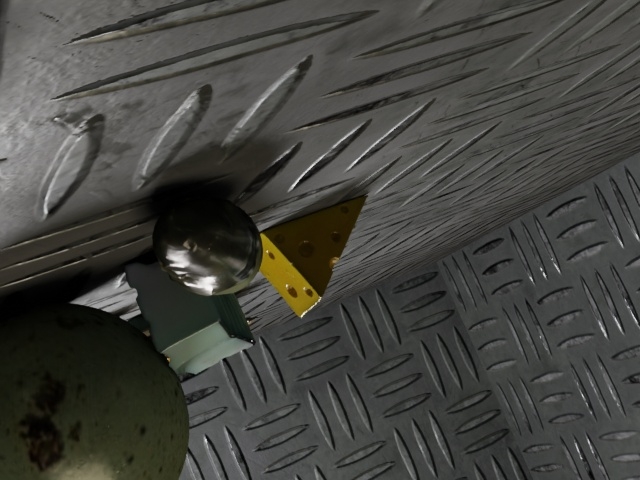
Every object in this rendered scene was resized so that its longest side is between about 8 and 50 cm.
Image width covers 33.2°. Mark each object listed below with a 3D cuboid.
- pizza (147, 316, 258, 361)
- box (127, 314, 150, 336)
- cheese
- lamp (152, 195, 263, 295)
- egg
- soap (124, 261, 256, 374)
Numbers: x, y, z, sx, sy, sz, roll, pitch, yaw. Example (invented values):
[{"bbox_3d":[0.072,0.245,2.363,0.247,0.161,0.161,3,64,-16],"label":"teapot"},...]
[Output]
[{"bbox_3d":[-0.368,0.242,2.201,0.391,0.080,0.435,-20,172,-29],"label":"pizza"},{"bbox_3d":[-0.282,0.140,1.855,0.126,0.031,0.091,-20,173,-31],"label":"box"},{"bbox_3d":[0.000,0.000,1.534,0.171,0.126,0.093,-41,177,-30],"label":"cheese"},{"bbox_3d":[-0.110,0.005,1.063,0.101,0.101,0.250,-24,170,3],"label":"lamp"},{"bbox_3d":[-0.304,0.222,1.278,0.287,0.288,0.379,-24,160,1],"label":"egg"},{"bbox_3d":[-0.157,0.087,1.349,0.091,0.145,0.230,-24,174,3],"label":"soap"}]
